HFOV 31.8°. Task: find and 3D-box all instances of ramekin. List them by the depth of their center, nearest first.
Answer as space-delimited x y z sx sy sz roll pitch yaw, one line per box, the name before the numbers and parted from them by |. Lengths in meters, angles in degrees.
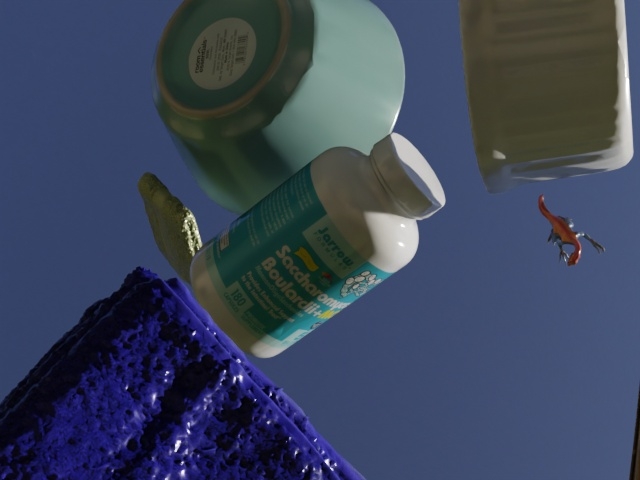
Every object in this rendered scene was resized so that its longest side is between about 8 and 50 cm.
ramekin | 0.213 -0.186 1.036 0.135 0.277 0.277 -4 -105 16

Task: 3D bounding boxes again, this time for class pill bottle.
pill bottle | 0.000 0.000 1.179 0.264 0.146 0.146 -37 -111 22

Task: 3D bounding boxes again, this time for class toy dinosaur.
toy dinosaur | 0.273 -0.003 1.272 0.090 0.082 0.047 42 -81 -3

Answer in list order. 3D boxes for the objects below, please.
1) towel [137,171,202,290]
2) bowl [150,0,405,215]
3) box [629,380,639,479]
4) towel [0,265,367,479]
towel | -0.177 -0.005 1.365 0.027 0.148 0.110 -31 -128 -22
bowl | -0.074 -0.196 1.314 0.311 0.163 0.312 -10 -113 25
box | 0.179 0.101 0.496 0.021 0.164 0.201 -10 -130 36
towel | -0.041 0.177 0.560 0.308 0.076 0.228 44 -133 -6
